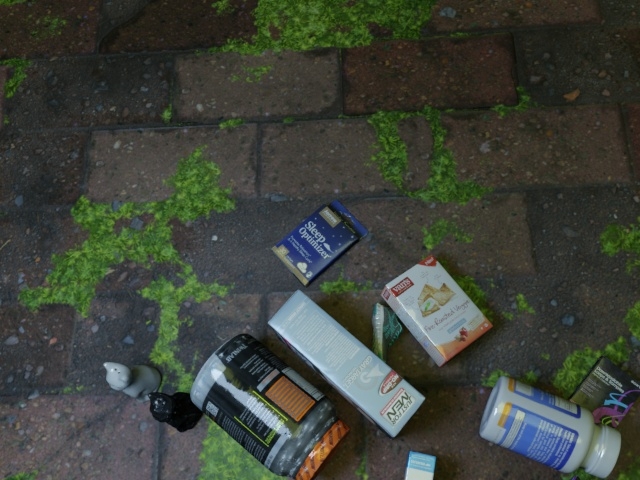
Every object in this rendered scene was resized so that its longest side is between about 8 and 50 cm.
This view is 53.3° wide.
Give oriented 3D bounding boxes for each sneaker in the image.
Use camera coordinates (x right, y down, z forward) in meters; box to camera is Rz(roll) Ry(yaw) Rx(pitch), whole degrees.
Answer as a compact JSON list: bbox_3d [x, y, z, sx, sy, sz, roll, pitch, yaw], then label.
[{"bbox_3d":[0.166,0.225,1.550,0.076,0.065,0.166,8,52,-4],"label":"sneaker"}]

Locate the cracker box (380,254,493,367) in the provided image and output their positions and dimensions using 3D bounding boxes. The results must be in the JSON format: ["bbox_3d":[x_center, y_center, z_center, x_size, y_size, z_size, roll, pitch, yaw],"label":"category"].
[{"bbox_3d":[0.281,0.169,1.553,0.156,0.067,0.232,-32,70,-22],"label":"cracker box"}]

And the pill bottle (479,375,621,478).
[{"bbox_3d":[0.509,0.421,1.419,0.272,0.152,0.152,22,74,12],"label":"pill bottle"}]

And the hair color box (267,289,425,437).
[{"bbox_3d":[0.059,0.292,1.485,0.374,0.185,0.113,39,78,16],"label":"hair color box"}]

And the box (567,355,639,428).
[{"bbox_3d":[0.660,0.367,1.488,0.116,0.029,0.162,38,77,16],"label":"box"}]

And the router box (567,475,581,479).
[{"bbox_3d":[0.551,0.619,1.366,0.133,0.046,0.179,-45,69,30],"label":"router box"}]

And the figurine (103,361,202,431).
[{"bbox_3d":[-0.397,0.357,1.492,0.215,0.209,0.092,30,76,14],"label":"figurine"}]

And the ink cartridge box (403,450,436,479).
[{"bbox_3d":[0.210,0.568,1.419,0.062,0.104,0.181,10,72,9],"label":"ink cartridge box"}]

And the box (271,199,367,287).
[{"bbox_3d":[0.000,0.000,1.673,0.225,0.036,0.136,-41,72,-10],"label":"box"}]

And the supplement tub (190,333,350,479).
[{"bbox_3d":[-0.112,0.387,1.458,0.338,0.207,0.207,37,78,16],"label":"supplement tub"}]
